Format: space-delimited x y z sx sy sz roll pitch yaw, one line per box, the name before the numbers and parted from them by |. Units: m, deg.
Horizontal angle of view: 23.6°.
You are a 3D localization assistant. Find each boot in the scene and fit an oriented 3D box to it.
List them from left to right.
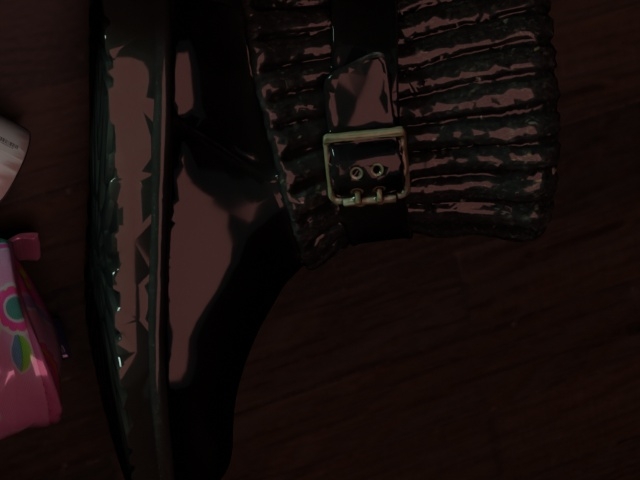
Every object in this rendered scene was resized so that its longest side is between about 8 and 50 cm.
boot | 0.001 0.001 0.883 0.260 0.131 0.348 -3 114 -15

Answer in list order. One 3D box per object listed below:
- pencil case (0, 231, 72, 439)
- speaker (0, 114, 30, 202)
pencil case | -0.283 0.079 0.851 0.284 0.124 0.124 -15 117 -10
speaker | -0.230 -0.067 0.830 0.136 0.055 0.055 27 104 -24
